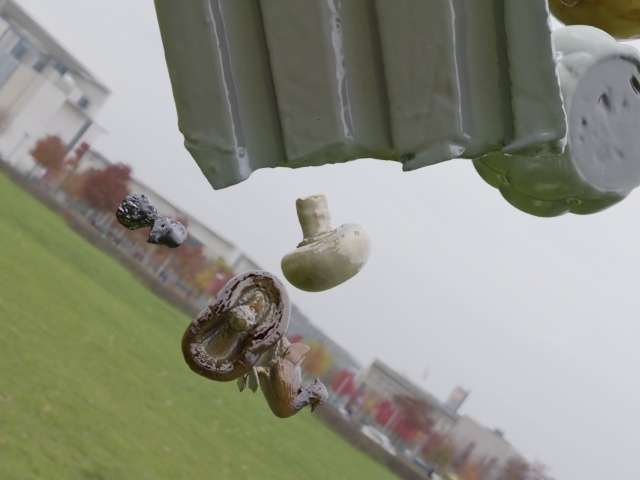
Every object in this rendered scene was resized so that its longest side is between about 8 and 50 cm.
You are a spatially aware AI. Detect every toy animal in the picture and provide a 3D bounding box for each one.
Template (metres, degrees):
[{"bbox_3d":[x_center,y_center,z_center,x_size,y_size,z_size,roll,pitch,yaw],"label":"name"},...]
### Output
[{"bbox_3d":[-0.062,0.245,1.896,0.179,0.188,0.089,6,-8,-28],"label":"toy animal"}]

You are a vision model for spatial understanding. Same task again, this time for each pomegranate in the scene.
[{"bbox_3d":[0.654,-0.615,2.215,0.410,0.410,0.410,36,-7,5],"label":"pomegranate"}]

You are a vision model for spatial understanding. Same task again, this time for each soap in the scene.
[{"bbox_3d":[0.027,-0.290,0.863,0.351,0.213,0.435,-3,-67,22],"label":"soap"}]

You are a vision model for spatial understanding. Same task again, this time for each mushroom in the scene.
[{"bbox_3d":[0.006,0.013,2.141,0.206,0.206,0.209,28,-35,51],"label":"mushroom"},{"bbox_3d":[-0.128,0.133,1.703,0.148,0.227,0.217,35,-21,-1],"label":"mushroom"}]

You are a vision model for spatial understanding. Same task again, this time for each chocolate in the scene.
[{"bbox_3d":[-0.260,-0.020,1.544,0.147,0.072,0.070,39,-45,43],"label":"chocolate"}]

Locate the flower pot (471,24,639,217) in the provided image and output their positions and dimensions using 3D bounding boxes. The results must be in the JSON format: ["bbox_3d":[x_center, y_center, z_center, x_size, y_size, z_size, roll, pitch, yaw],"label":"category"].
[{"bbox_3d":[0.300,-0.148,1.240,0.246,0.246,0.195,40,-13,-26],"label":"flower pot"}]
